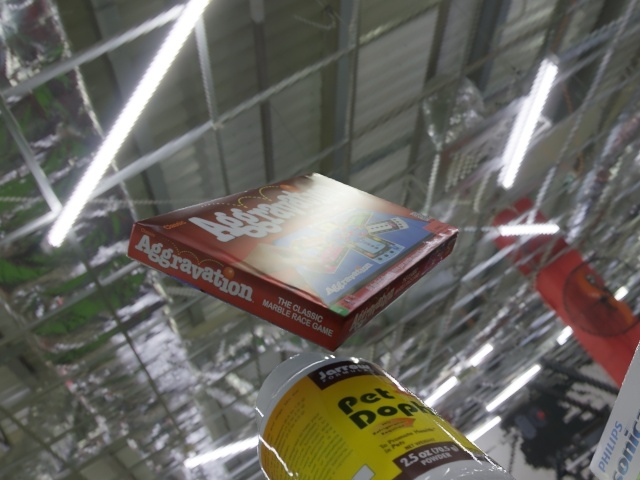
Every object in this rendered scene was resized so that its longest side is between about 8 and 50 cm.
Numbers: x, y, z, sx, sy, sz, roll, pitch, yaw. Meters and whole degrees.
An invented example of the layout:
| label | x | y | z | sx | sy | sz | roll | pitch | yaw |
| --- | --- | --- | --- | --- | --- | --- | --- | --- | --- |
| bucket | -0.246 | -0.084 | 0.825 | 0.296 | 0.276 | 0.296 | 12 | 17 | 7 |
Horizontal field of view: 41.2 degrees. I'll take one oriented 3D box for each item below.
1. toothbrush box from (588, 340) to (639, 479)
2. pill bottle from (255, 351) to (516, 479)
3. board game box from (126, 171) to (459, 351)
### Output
| label | x | y | z | sx | sy | sz | roll | pitch | yaw |
| --- | --- | --- | --- | --- | --- | --- | --- | --- | --- |
| toothbrush box | 0.377 | 0.192 | 0.694 | 0.122 | 0.283 | 0.206 | 2 | -66 | -23 |
| pill bottle | 0.033 | 0.152 | 0.562 | 0.117 | 0.215 | 0.117 | -8 | -71 | -24 |
| board game box | 0.000 | 0.000 | 0.620 | 0.281 | 0.145 | 0.027 | -27 | -45 | -65 |
